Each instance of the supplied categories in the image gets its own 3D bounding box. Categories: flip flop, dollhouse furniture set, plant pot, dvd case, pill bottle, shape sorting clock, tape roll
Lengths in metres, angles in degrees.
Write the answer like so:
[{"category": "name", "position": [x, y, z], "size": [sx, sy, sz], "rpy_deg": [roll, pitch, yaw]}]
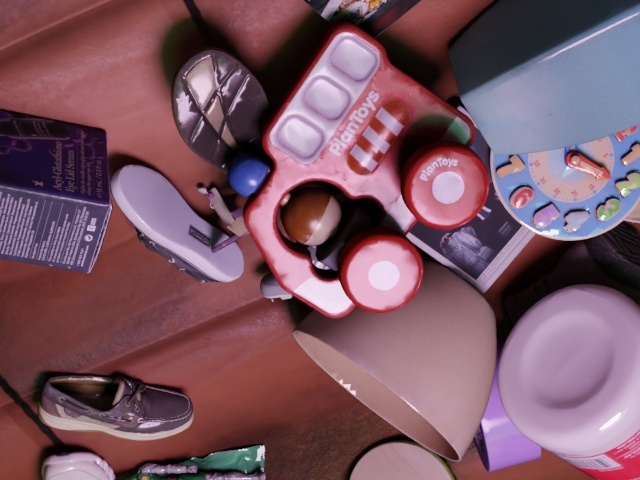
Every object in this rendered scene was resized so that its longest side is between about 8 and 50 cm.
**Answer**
[{"category": "flip flop", "position": [-0.097, -0.137, 1.397], "size": [0.112, 0.080, 0.277], "rpy_deg": [-41, 144, 5]}, {"category": "dollhouse furniture set", "position": [-0.099, -0.052, 1.459], "size": [0.091, 0.081, 0.114], "rpy_deg": [-31, 180, -34]}, {"category": "plant pot", "position": [0.130, 0.138, 1.584], "size": [0.191, 0.284, 0.284], "rpy_deg": [-52, 129, -11]}, {"category": "dvd case", "position": [0.196, -0.053, 1.538], "size": [0.238, 0.029, 0.179], "rpy_deg": [33, 101, -34]}, {"category": "plant pot", "position": [0.281, -0.214, 1.369], "size": [0.234, 0.166, 0.165], "rpy_deg": [-24, 132, 18]}, {"category": "pill bottle", "position": [0.444, 0.239, 1.626], "size": [0.229, 0.229, 0.407], "rpy_deg": [-39, 134, 19]}, {"category": "shape sorting clock", "position": [0.319, -0.102, 1.479], "size": [0.206, 0.040, 0.206], "rpy_deg": [0, 93, -3]}, {"category": "tape roll", "position": [0.260, 0.242, 1.726], "size": [0.080, 0.189, 0.189], "rpy_deg": [-15, 132, 0]}]

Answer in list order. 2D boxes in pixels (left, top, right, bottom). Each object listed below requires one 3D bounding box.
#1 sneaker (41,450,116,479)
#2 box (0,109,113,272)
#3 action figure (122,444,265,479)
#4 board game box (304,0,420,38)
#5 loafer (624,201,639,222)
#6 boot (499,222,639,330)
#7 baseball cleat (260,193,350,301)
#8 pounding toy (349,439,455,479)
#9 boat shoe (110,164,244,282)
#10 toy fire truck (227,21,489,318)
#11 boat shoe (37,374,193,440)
[{"category": "sneaker", "position": [-0.361, 0.439, 1.797], "size": [0.110, 0.118, 0.292], "rpy_deg": [-9, 130, -3]}, {"category": "box", "position": [-0.355, -0.063, 1.343], "size": [0.207, 0.153, 0.108], "rpy_deg": [10, 127, -22]}, {"category": "action figure", "position": [-0.203, 0.387, 1.803], "size": [0.232, 0.137, 0.063], "rpy_deg": [1, 173, -6]}, {"category": "board game box", "position": [0.102, -0.331, 1.288], "size": [0.259, 0.030, 0.136], "rpy_deg": [-37, 136, 19]}, {"category": "loafer", "position": [0.453, -0.050, 1.580], "size": [0.268, 0.102, 0.092], "rpy_deg": [-1, 124, -14]}, {"category": "boot", "position": [0.442, 0.107, 1.725], "size": [0.338, 0.118, 0.222], "rpy_deg": [30, 125, -25]}, {"category": "baseball cleat", "position": [0.000, 0.000, 1.549], "size": [0.205, 0.072, 0.109], "rpy_deg": [-26, 119, 1]}, {"category": "pounding toy", "position": [0.147, 0.435, 1.909], "size": [0.183, 0.110, 0.237], "rpy_deg": [5, 96, 20]}, {"category": "boat shoe", "position": [-0.195, -0.013, 1.483], "size": [0.076, 0.080, 0.228], "rpy_deg": [-17, 141, 35]}, {"category": "toy fire truck", "position": [0.033, -0.072, 1.371], "size": [0.254, 0.169, 0.302], "rpy_deg": [34, 102, -15]}, {"category": "boat shoe", "position": [-0.289, 0.232, 1.660], "size": [0.223, 0.080, 0.073], "rpy_deg": [5, 134, -12]}]
